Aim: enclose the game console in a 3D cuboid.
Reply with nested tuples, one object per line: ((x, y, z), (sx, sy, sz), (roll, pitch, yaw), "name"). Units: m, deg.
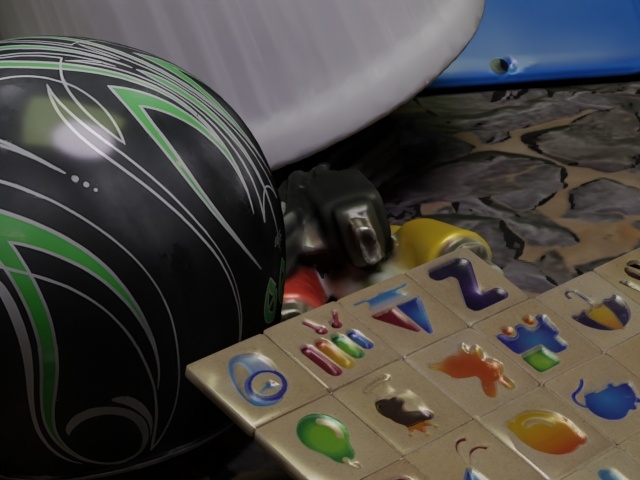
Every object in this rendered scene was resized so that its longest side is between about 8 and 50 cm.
((0.062, -0.164, 1.262), (0.293, 0.173, 0.250), (-4, -7, -10), "game console")

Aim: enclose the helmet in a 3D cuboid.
((-0.100, -0.003, 0.714), (0.169, 0.162, 0.169), (-11, 22, 4), "helmet")

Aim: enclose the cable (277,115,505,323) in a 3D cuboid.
((0.000, 0.000, 0.891), (0.139, 0.072, 0.287), (-19, 13, -1), "cable")

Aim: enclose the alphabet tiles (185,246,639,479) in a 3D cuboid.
((0.099, 0.069, 0.685), (0.237, 0.009, 0.198), (-21, 49, -40), "alphabet tiles")

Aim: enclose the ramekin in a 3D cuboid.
((-0.058, -0.152, 0.996), (0.277, 0.135, 0.277), (-17, 29, 10), "ramekin")
